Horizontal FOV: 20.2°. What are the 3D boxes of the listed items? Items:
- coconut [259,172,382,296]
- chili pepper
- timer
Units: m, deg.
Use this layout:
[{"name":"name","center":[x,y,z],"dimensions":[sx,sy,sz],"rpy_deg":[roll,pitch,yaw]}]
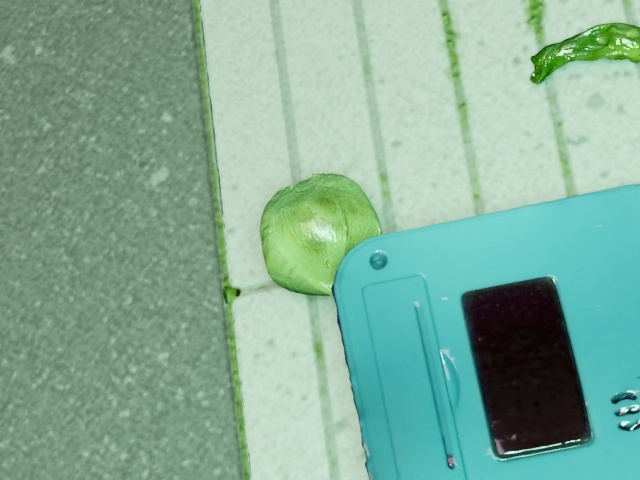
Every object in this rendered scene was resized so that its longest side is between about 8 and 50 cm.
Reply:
[{"name":"coconut","center":[0.000,0.000,1.277],"dimensions":[0.088,0.088,0.096],"rpy_deg":[-26,54,11]},{"name":"chili pepper","center":[0.191,-0.136,1.284],"dimensions":[0.091,0.030,0.034],"rpy_deg":[-11,86,20]},{"name":"timer","center":[0.147,0.096,1.199],"dimensions":[0.250,0.091,0.231],"rpy_deg":[-12,64,5]}]
